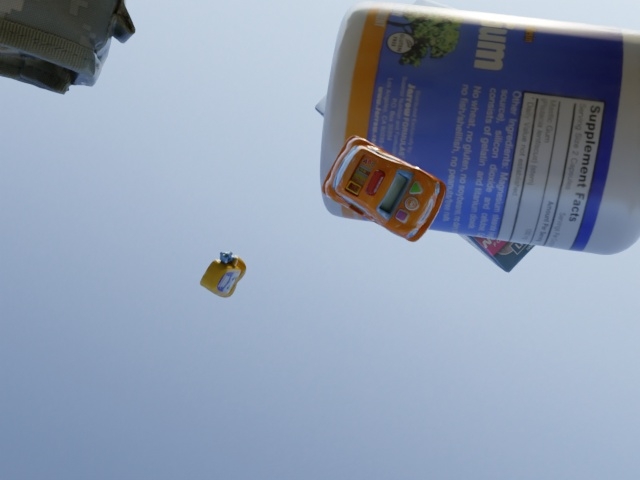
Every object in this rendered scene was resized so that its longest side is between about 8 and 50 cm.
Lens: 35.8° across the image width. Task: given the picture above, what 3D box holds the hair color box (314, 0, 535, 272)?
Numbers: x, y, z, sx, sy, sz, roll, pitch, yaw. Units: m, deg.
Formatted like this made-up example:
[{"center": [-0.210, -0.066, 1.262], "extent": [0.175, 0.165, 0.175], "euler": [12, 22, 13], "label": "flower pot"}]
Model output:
[{"center": [0.133, -0.118, 0.956], "extent": [0.174, 0.347, 0.105], "euler": [-46, -64, 3], "label": "hair color box"}]

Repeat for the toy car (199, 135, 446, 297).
[{"center": [0.000, 0.000, 0.469], "extent": [0.122, 0.040, 0.060], "euler": [-44, -103, 7], "label": "toy car"}]

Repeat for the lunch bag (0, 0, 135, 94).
[{"center": [-0.212, -0.217, 0.476], "extent": [0.287, 0.169, 0.235], "euler": [14, -93, -14], "label": "lunch bag"}]

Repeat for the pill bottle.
[{"center": [0.145, -0.072, 0.666], "extent": [0.272, 0.152, 0.152], "euler": [8, -123, 7], "label": "pill bottle"}]
